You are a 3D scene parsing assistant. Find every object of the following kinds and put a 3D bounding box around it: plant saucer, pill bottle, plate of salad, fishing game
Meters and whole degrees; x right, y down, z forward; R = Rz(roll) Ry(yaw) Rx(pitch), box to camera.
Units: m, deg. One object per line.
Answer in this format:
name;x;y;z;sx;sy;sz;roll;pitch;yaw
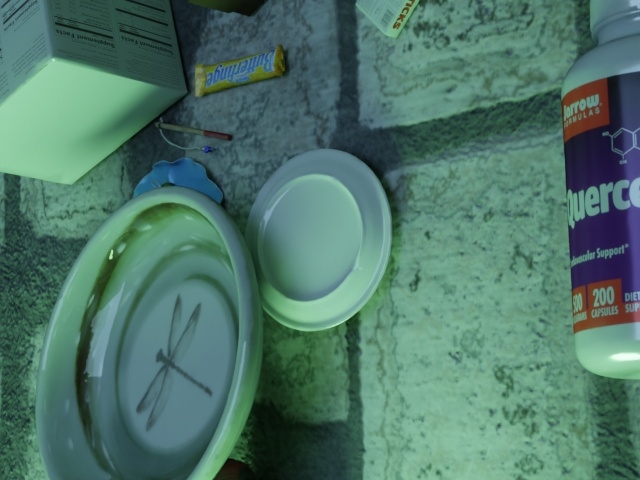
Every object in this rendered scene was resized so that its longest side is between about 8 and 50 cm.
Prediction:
plant saucer;-0.175;0.141;1.769;0.400;0.100;0.400;-21;61;44
pill bottle;0.295;-0.050;1.301;0.181;0.181;0.323;-12;75;45
plate of salad;0.000;0.000;1.698;0.200;0.048;0.200;-7;78;35
fishing game;-0.188;-0.014;1.902;0.189;0.041;0.264;15;95;44

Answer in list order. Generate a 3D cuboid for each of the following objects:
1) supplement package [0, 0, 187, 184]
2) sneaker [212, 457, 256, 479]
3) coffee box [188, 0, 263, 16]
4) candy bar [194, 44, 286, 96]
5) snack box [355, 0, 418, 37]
supplement package;-0.332;-0.203;1.958;0.262;0.204;0.145;-32;60;39
sneaker;-0.057;0.354;1.672;0.135;0.097;0.276;-28;57;27
coffee box;-0.117;-0.406;1.841;0.141;0.098;0.246;-44;55;33
candy bar;-0.095;-0.201;1.847;0.161;0.018;0.040;-7;80;46
snack box;0.102;-0.306;1.654;0.064;0.022;0.178;51;120;38
